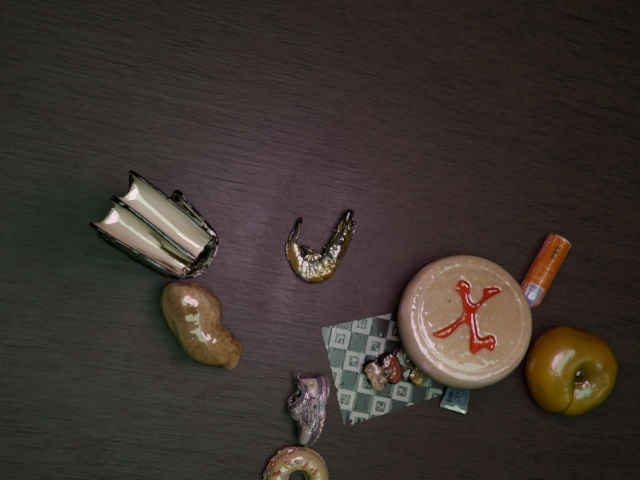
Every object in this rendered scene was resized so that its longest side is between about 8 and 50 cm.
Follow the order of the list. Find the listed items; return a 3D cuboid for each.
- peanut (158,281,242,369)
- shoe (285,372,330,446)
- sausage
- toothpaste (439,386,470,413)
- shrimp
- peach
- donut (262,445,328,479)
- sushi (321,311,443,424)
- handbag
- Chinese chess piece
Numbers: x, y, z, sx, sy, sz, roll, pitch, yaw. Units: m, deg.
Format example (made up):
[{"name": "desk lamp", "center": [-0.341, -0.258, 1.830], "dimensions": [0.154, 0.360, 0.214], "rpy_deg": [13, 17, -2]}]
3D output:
[{"name": "peanut", "center": [-0.282, 0.201, 1.626], "dimensions": [0.137, 0.122, 0.253], "rpy_deg": [-29, 97, -23]}, {"name": "shoe", "center": [-0.038, 0.413, 1.695], "dimensions": [0.092, 0.089, 0.180], "rpy_deg": [16, 82, -14]}, {"name": "sausage", "center": [0.600, 0.095, 1.876], "dimensions": [0.071, 0.071, 0.234], "rpy_deg": [33, 80, -11]}, {"name": "toothpaste", "center": [0.384, 0.322, 1.828], "dimensions": [0.069, 0.047, 0.268], "rpy_deg": [16, 87, -29]}, {"name": "shrimp", "center": [0.000, 0.000, 1.743], "dimensions": [0.150, 0.051, 0.217], "rpy_deg": [31, 85, -4]}, {"name": "peach", "center": [0.671, 0.354, 1.850], "dimensions": [0.251, 0.153, 0.250], "rpy_deg": [-1, 102, -6]}, {"name": "donut", "center": [-0.053, 0.564, 1.696], "dimensions": [0.166, 0.065, 0.108], "rpy_deg": [11, 85, -14]}, {"name": "sushi", "center": [0.171, 0.321, 1.770], "dimensions": [0.290, 0.050, 0.263], "rpy_deg": [-12, 91, -14]}, {"name": "handbag", "center": [-0.350, -0.014, 1.495], "dimensions": [0.237, 0.358, 0.160], "rpy_deg": [38, 78, -10]}, {"name": "Chinese chess piece", "center": [0.360, 0.204, 1.737], "dimensions": [0.339, 0.140, 0.337], "rpy_deg": [2, 74, -5]}]
